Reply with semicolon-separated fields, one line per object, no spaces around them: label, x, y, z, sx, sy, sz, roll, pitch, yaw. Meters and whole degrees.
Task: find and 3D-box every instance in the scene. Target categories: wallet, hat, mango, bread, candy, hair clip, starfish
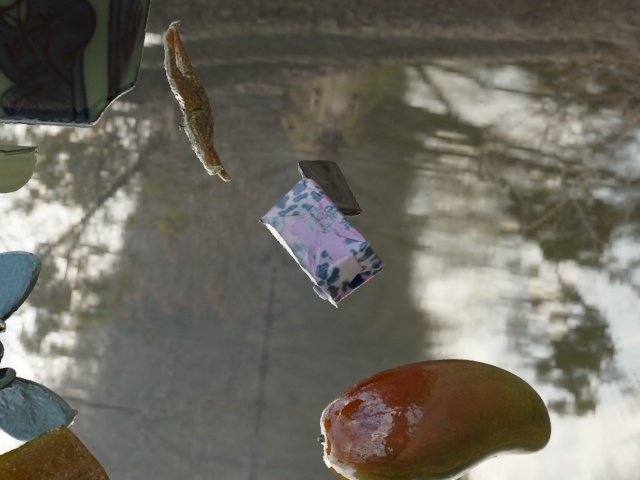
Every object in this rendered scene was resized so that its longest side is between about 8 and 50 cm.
wallet;0.014;-0.092;2.057;0.156;0.082;0.018;-117;35;-48
hat;-0.414;-0.103;1.407;0.122;0.166;0.081;119;144;-62
mango;0.137;0.210;1.406;0.146;0.289;0.129;63;150;25
bread;-0.361;0.323;1.505;0.172;0.132;0.103;-24;-32;-41
candy;0.000;0.000;1.535;0.160;0.092;0.073;49;177;42
hair clip;-0.545;0.177;1.658;0.238;0.318;0.392;-6;-95;-64
starfish;-0.178;-0.192;1.627;0.138;0.050;0.247;69;180;-82

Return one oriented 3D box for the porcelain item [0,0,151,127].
porcelain item;-0.319;-0.264;1.261;0.157;0.286;0.281;22;105;43
